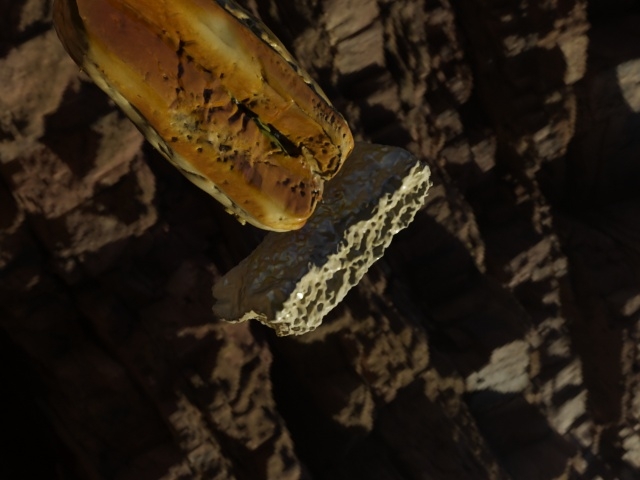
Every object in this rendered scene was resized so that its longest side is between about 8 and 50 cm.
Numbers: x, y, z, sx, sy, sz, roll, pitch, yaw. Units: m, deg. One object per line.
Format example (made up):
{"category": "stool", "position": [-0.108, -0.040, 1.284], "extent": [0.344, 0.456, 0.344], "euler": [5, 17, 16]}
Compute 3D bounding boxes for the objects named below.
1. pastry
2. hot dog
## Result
{"category": "pastry", "position": [0.005, -0.001, 0.847], "extent": [0.121, 0.258, 0.089], "euler": [-1, -46, 49]}
{"category": "hot dog", "position": [-0.073, -0.100, 0.570], "extent": [0.072, 0.109, 0.269], "euler": [23, -15, 51]}
